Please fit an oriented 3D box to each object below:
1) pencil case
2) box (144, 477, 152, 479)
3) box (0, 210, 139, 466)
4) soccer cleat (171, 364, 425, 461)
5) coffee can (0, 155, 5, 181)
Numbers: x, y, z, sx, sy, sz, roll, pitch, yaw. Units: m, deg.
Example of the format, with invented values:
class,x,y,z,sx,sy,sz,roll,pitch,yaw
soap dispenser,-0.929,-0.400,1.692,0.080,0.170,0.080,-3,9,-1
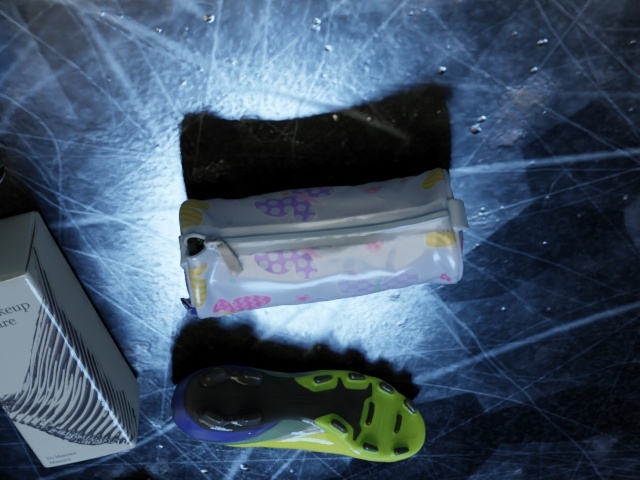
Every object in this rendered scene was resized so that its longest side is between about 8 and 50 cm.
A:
class,x,y,z,sx,sy,sz,roll,pitch,yaw
pencil case,0.000,0.000,1.283,0.273,0.113,0.124,-7,155,0
box,-0.238,0.354,1.643,0.162,0.029,0.116,-26,130,19
box,-0.282,0.106,1.367,0.113,0.094,0.275,-15,132,10
soccer cleat,-0.025,0.190,1.493,0.289,0.093,0.121,10,161,-20
coffee can,-0.412,0.027,1.161,0.202,0.201,0.275,18,110,-20
